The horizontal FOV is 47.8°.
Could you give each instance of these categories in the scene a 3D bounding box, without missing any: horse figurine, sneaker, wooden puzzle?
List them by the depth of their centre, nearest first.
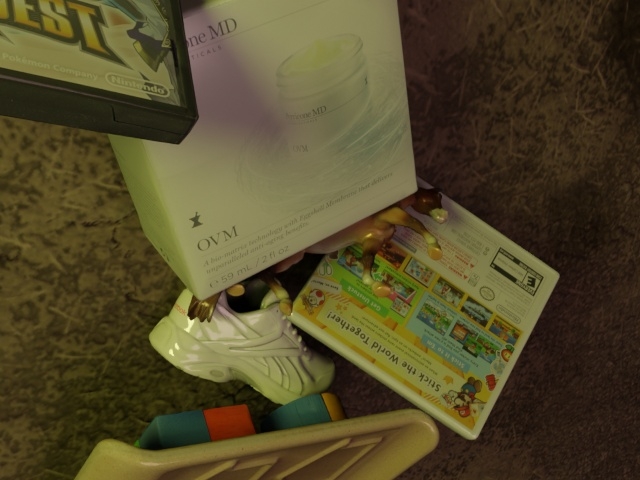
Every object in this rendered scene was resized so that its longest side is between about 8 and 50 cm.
[{"bbox_3d":[0.000,0.000,0.672,0.263,0.174,0.066,-12,120,2],"label":"horse figurine"},{"bbox_3d":[-0.054,0.099,0.752,0.232,0.090,0.115,26,96,-43],"label":"sneaker"},{"bbox_3d":[-0.098,0.252,0.756,0.348,0.080,0.322,5,139,-33],"label":"wooden puzzle"}]

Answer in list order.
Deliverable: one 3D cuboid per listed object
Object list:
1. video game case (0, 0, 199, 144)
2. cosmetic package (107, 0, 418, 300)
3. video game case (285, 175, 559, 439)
[{"bbox_3d":[-0.209,-0.182,0.380,0.275,0.248,0.035,6,149,-35],"label":"video game case"},{"bbox_3d":[-0.054,-0.112,0.593,0.224,0.138,0.224,-27,127,-20],"label":"cosmetic package"},{"bbox_3d":[0.112,0.057,0.752,0.227,0.026,0.206,34,71,-2],"label":"video game case"}]
